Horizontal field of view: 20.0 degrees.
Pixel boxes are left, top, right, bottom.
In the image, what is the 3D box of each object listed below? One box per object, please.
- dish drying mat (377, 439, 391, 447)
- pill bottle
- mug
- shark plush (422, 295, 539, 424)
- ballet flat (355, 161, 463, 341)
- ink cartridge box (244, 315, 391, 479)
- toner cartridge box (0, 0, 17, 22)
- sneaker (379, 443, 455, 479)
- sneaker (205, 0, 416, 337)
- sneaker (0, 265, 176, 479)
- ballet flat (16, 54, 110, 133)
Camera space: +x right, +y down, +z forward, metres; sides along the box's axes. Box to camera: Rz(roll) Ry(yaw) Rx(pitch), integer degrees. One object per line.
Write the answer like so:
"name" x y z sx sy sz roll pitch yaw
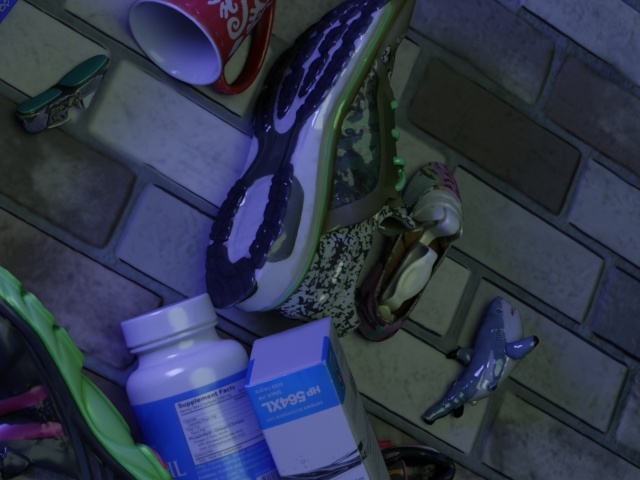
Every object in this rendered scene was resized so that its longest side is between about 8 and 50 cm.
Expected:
"dish drying mat" 0.061 0.252 1.908 0.032 0.008 0.083 1 83 -25
"pill bottle" -0.115 0.169 1.759 0.124 0.124 0.221 -19 90 -30
"mug" -0.102 -0.245 1.861 0.113 0.150 0.169 27 60 16
"shark plush" 0.167 0.138 1.976 0.067 0.073 0.161 42 85 5
"ballet flat" 0.106 0.009 1.930 0.077 0.079 0.221 36 67 -18
"ink cartridge box" 0.004 0.195 1.740 0.086 0.148 0.203 -18 102 6
"toner cartridge box" -0.386 -0.189 1.639 0.347 0.165 0.075 -59 138 -23
"sneaker" 0.056 0.236 1.861 0.178 0.077 0.072 -10 85 -20
"sneaker" 0.026 -0.079 1.872 0.182 0.158 0.410 34 68 -30
"sneaker" -0.308 0.168 1.621 0.483 0.185 0.202 50 59 -11
"ballet flat" -0.249 -0.140 1.790 0.114 0.041 0.041 -38 101 -28
